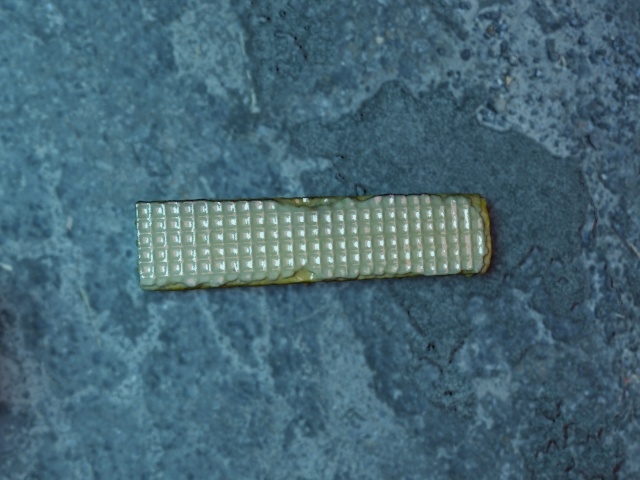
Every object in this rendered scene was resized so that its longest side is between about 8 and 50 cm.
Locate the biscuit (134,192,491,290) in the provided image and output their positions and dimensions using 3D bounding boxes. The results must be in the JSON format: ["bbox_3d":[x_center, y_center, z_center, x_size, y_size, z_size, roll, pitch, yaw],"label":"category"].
[{"bbox_3d":[0.000,0.000,1.014,0.378,0.054,0.094,-3,87,-16],"label":"biscuit"}]
